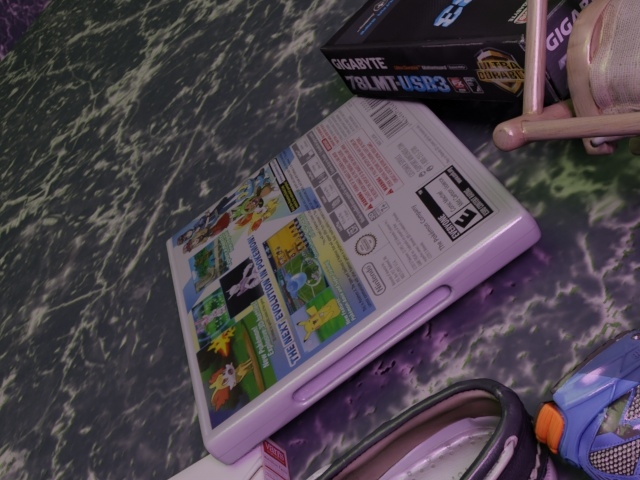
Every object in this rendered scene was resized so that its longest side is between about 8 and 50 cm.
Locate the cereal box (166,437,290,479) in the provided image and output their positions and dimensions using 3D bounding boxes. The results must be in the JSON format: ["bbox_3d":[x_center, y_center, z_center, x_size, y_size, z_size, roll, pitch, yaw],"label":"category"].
[{"bbox_3d":[-0.091,0.276,0.648,0.173,0.047,0.240,-33,38,15],"label":"cereal box"}]

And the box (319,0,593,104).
[{"bbox_3d":[0.183,-0.244,0.802,0.295,0.073,0.293,-47,28,-14],"label":"box"}]

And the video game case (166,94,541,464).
[{"bbox_3d":[0.000,0.000,0.797,0.300,0.036,0.329,-37,32,7],"label":"video game case"}]

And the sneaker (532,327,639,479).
[{"bbox_3d":[0.230,0.068,0.510,0.221,0.083,0.087,-40,63,0],"label":"sneaker"}]

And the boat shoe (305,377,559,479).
[{"bbox_3d":[0.005,0.192,0.544,0.302,0.091,0.114,-38,39,-9],"label":"boat shoe"}]

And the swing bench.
[{"bbox_3d":[0.280,-0.129,0.528,0.253,0.255,0.165,3,91,48],"label":"swing bench"}]
